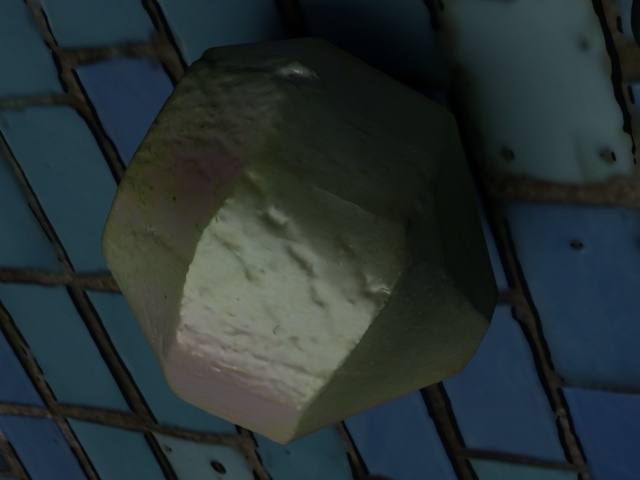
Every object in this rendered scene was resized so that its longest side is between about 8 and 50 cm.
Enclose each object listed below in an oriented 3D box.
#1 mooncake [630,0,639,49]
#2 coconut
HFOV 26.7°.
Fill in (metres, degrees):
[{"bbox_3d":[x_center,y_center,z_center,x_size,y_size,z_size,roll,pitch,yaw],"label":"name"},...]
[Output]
[{"bbox_3d":[0.220,-0.149,0.647,0.104,0.175,0.168,28,179,3],"label":"mooncake"},{"bbox_3d":[0.000,0.000,0.866,0.259,0.259,0.259,18,135,19],"label":"coconut"}]
